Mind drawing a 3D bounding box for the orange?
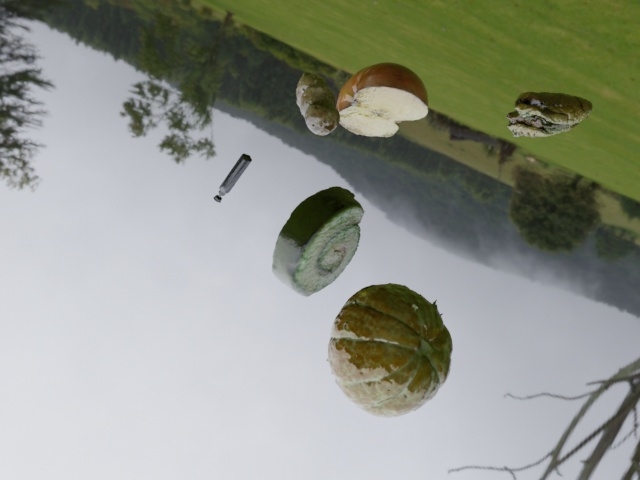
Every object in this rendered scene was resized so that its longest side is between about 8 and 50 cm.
[{"bbox_3d":[0.173,0.267,1.410,0.329,0.330,0.249,12,160,-36],"label":"orange"}]

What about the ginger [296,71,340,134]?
[{"bbox_3d":[-0.007,-0.305,1.291,0.080,0.104,0.204,3,-147,-16],"label":"ginger"}]

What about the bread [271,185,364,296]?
[{"bbox_3d":[0.000,0.000,1.902,0.129,0.382,0.366,37,-174,26],"label":"bread"}]

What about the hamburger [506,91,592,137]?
[{"bbox_3d":[0.634,-0.364,1.598,0.206,0.130,0.183,-17,-157,-7],"label":"hamburger"}]

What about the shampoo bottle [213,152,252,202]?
[{"bbox_3d":[-0.205,-0.142,1.329,0.027,0.137,0.048,39,-154,-3],"label":"shampoo bottle"}]

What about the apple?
[{"bbox_3d":[0.186,-0.453,1.755,0.251,0.163,0.293,16,158,-31],"label":"apple"}]
